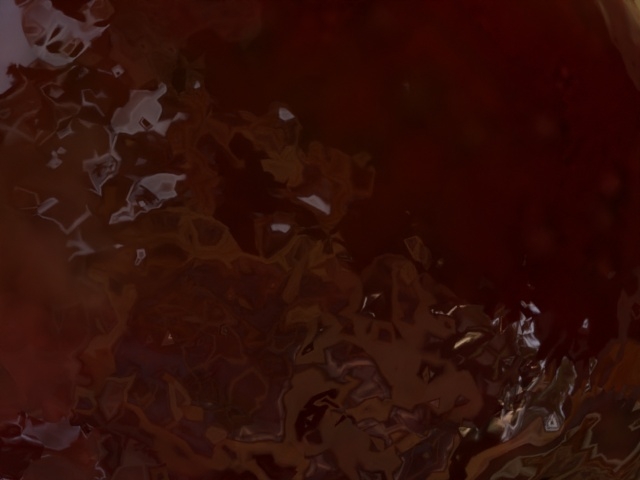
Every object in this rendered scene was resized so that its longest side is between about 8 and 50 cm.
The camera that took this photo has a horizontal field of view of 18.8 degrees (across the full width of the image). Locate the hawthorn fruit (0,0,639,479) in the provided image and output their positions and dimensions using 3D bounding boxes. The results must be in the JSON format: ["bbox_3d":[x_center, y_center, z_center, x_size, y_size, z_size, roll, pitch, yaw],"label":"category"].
[{"bbox_3d":[0.000,0.000,0.437,0.266,0.210,0.230,15,-19,0],"label":"hawthorn fruit"}]
